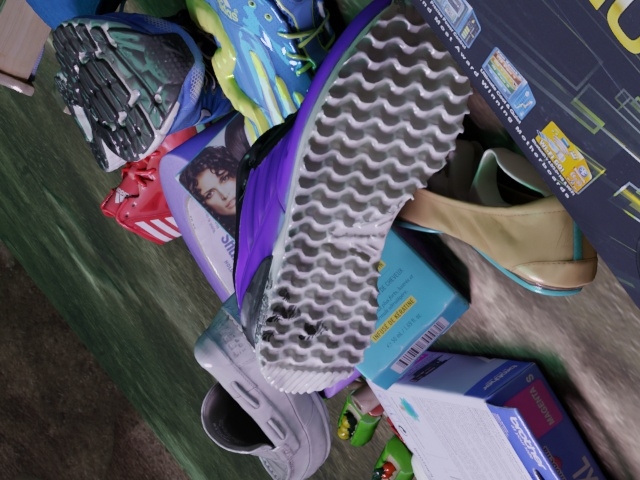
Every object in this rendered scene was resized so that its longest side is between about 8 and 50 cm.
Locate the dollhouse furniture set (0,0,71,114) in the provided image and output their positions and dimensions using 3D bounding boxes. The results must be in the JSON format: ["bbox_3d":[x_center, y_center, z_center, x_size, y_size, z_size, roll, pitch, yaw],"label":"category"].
[{"bbox_3d":[-0.272,-0.219,1.620,0.184,0.129,0.129,21,-167,-28],"label":"dollhouse furniture set"}]

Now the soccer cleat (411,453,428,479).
[{"bbox_3d":[0.143,0.293,1.473,0.196,0.076,0.068,54,163,5],"label":"soccer cleat"}]

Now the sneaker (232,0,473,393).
[{"bbox_3d":[-0.001,-0.053,1.006,0.293,0.102,0.146,-68,30,27],"label":"sneaker"}]

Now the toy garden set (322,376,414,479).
[{"bbox_3d":[0.014,0.164,1.632,0.244,0.049,0.204,51,163,14],"label":"toy garden set"}]

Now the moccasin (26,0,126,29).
[{"bbox_3d":[-0.176,-0.252,1.253,0.137,0.117,0.342,52,161,-17],"label":"moccasin"}]

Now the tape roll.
[{"bbox_3d":[-0.038,0.013,1.415,0.275,0.090,0.275,49,163,20],"label":"tape roll"}]

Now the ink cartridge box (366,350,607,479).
[{"bbox_3d":[0.157,0.185,1.255,0.185,0.065,0.311,58,165,-9],"label":"ink cartridge box"}]

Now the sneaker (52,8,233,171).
[{"bbox_3d":[-0.138,-0.148,1.271,0.129,0.147,0.330,61,169,-7],"label":"sneaker"}]

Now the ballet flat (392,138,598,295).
[{"bbox_3d":[0.106,-0.031,0.996,0.232,0.080,0.073,28,121,54],"label":"ballet flat"}]

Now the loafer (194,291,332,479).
[{"bbox_3d":[-0.059,0.148,1.380,0.112,0.111,0.319,46,161,29],"label":"loafer"}]

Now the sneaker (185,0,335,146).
[{"bbox_3d":[-0.025,-0.131,1.094,0.240,0.091,0.126,54,162,10],"label":"sneaker"}]

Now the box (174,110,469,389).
[{"bbox_3d":[0.000,0.000,1.222,0.244,0.100,0.060,45,-178,20],"label":"box"}]

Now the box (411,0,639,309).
[{"bbox_3d":[0.158,-0.110,0.624,0.395,0.097,0.318,55,162,6],"label":"box"}]

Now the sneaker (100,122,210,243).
[{"bbox_3d":[-0.176,-0.084,1.539,0.087,0.128,0.221,33,153,52],"label":"sneaker"}]
